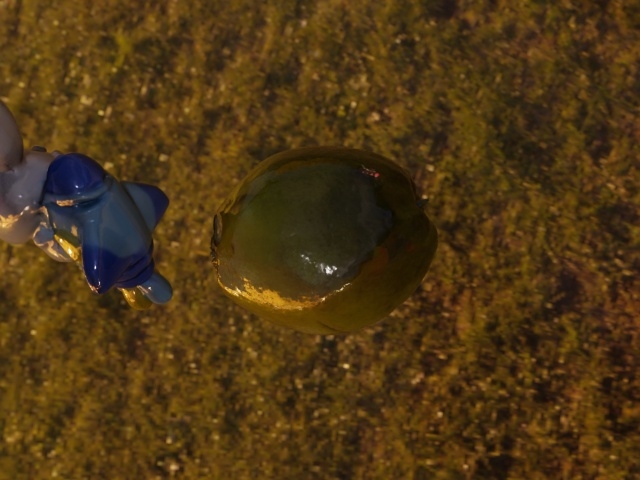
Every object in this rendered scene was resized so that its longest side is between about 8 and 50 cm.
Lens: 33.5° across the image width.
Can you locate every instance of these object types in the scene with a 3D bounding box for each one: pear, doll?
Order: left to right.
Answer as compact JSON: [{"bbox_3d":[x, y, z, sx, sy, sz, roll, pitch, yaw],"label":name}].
[{"bbox_3d":[-0.375,-0.046,1.614,0.187,0.365,0.376,-60,-4,-7],"label":"doll"},{"bbox_3d":[0.000,0.000,1.481,0.321,0.269,0.269,-17,62,10],"label":"pear"}]
